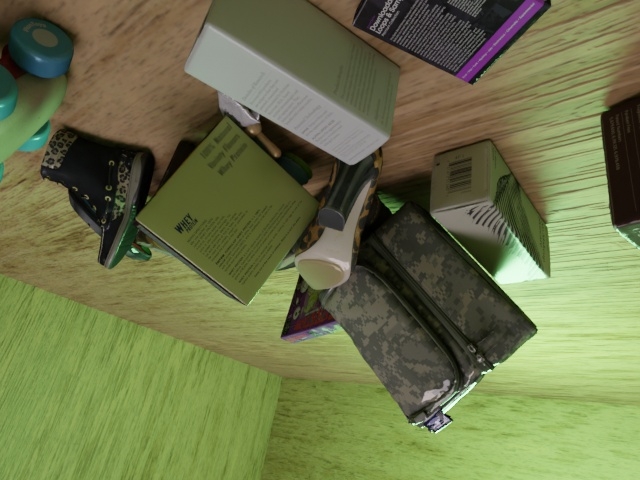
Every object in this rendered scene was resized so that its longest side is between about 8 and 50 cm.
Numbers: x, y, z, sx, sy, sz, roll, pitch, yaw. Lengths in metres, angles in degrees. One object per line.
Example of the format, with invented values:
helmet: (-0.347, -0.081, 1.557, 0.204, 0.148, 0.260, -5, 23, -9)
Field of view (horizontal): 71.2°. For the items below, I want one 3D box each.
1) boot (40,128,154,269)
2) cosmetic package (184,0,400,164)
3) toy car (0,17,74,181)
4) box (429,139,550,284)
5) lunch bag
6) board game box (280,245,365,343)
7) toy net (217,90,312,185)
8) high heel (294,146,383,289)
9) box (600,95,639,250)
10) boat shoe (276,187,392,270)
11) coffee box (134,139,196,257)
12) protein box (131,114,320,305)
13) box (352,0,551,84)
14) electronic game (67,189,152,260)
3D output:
boot: (-0.434, -0.080, 0.853, 0.178, 0.237, 0.085, 20, -171, -7)
cosmetic package: (-0.023, -0.196, 0.515, 0.230, 0.118, 0.085, 25, 151, -23)
toy car: (-0.500, -0.226, 0.595, 0.237, 0.210, 0.219, 36, 138, -18)
box: (0.283, -0.032, 0.727, 0.094, 0.113, 0.275, -13, 147, 39)
lunch bag: (0.170, 0.126, 0.761, 0.256, 0.305, 0.212, -45, 160, 13)
board game box: (0.018, 0.119, 1.050, 0.056, 0.208, 0.346, 22, 153, -21)
toy net: (-0.100, -0.164, 0.711, 0.122, 0.045, 0.232, 26, 162, 32)
high heel: (0.036, -0.038, 0.703, 0.093, 0.186, 0.261, 22, 147, 5)
box: (0.450, -0.081, 0.479, 0.168, 0.167, 0.203, 25, 152, -26)
boat shoe: (0.000, 0.000, 0.898, 0.130, 0.133, 0.355, 24, 153, -28)
coffee box: (-0.256, -0.056, 0.908, 0.168, 0.119, 0.297, 24, 153, -22)
protein box: (-0.149, -0.042, 0.708, 0.201, 0.200, 0.136, 42, 163, -19)
box: (0.129, -0.238, 0.460, 0.162, 0.029, 0.116, 18, 154, -16)
electronic game: (-0.476, -0.038, 1.020, 0.229, 0.048, 0.229, 43, 171, 8)
